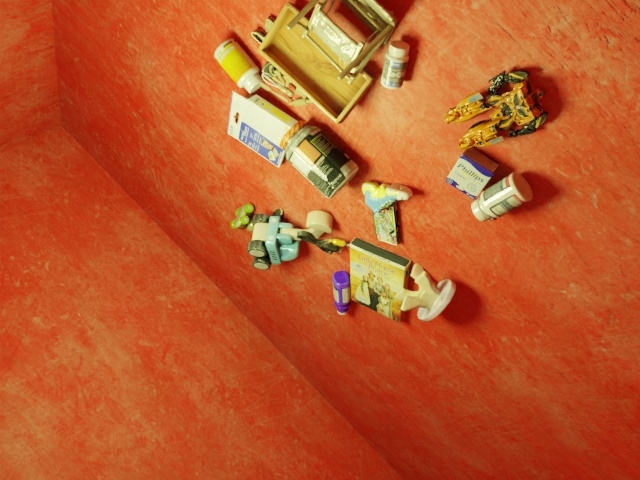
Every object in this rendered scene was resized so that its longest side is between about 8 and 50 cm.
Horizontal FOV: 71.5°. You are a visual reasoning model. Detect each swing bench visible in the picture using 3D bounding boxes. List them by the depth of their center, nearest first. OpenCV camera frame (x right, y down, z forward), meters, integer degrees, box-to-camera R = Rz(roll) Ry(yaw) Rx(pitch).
[{"bbox_3d":[0.079,-0.698,1.449,0.253,0.165,0.255,46,111,2],"label":"swing bench"}]

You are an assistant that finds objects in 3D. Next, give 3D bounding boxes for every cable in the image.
[{"bbox_3d":[0.000,0.000,2.205,0.287,0.072,0.139,22,158,-25],"label":"cable"}]

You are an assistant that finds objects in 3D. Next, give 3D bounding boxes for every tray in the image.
[{"bbox_3d":[-0.016,-0.645,1.632,0.411,0.076,0.203,43,118,2],"label":"tray"}]

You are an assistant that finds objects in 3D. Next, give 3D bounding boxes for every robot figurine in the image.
[{"bbox_3d":[0.541,-0.390,1.373,0.291,0.085,0.211,-16,114,51],"label":"robot figurine"}]

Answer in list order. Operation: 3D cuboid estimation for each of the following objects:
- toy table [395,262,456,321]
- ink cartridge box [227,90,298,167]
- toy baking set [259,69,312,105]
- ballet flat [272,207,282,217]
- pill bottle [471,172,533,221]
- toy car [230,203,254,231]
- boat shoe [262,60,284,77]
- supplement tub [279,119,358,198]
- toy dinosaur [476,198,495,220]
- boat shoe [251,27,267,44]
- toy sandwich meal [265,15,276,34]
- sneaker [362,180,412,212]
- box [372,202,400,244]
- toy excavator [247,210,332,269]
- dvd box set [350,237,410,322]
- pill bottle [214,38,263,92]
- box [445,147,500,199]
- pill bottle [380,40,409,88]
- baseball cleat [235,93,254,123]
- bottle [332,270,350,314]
[{"bbox_3d":[0.454,0.237,1.966,0.161,0.252,0.274,29,132,-4],"label":"toy table"},{"bbox_3d":[-0.270,-0.512,2.026,0.307,0.072,0.303,35,152,0],"label":"ink cartridge box"},{"bbox_3d":[-0.139,-0.620,1.816,0.197,0.030,0.256,39,166,-33],"label":"toy baking set"},{"bbox_3d":[-0.240,-0.124,2.470,0.057,0.049,0.173,66,147,24],"label":"ballet flat"},{"bbox_3d":[0.611,-0.141,1.512,0.108,0.108,0.180,49,137,-4],"label":"pill bottle"},{"bbox_3d":[-0.399,-0.109,2.597,0.188,0.149,0.155,29,157,-28],"label":"toy car"},{"bbox_3d":[-0.165,-0.700,1.792,0.228,0.069,0.081,2,126,44],"label":"boat shoe"},{"bbox_3d":[-0.010,-0.346,1.879,0.316,0.193,0.193,45,145,2],"label":"supplement tub"},{"bbox_3d":[0.612,-0.112,1.636,0.082,0.047,0.090,60,-178,-39],"label":"toy dinosaur"},{"bbox_3d":[-0.216,-0.790,1.778,0.137,0.043,0.049,45,143,-2],"label":"boat shoe"},{"bbox_3d":[-0.190,-0.824,1.729,0.085,0.029,0.085,27,140,25],"label":"toy sandwich meal"},{"bbox_3d":[0.276,-0.170,1.839,0.240,0.091,0.126,21,122,44],"label":"sneaker"},{"bbox_3d":[0.291,-0.081,1.971,0.114,0.036,0.207,16,135,35],"label":"box"},{"bbox_3d":[-0.154,-0.023,2.341,0.445,0.222,0.433,2,150,5],"label":"toy excavator"},{"bbox_3d":[0.290,0.205,2.232,0.307,0.062,0.420,24,139,27],"label":"dvd box set"},{"bbox_3d":[-0.341,-0.737,1.891,0.215,0.117,0.117,49,144,-5],"label":"pill bottle"},{"bbox_3d":[0.527,-0.236,1.551,0.126,0.072,0.137,36,143,13],"label":"box"},{"bbox_3d":[0.250,-0.585,1.481,0.078,0.078,0.137,30,142,20],"label":"pill bottle"},{"bbox_3d":[-0.331,-0.585,2.072,0.109,0.072,0.206,39,148,-2],"label":"baseball cleat"},{"bbox_3d":[0.119,0.297,2.450,0.118,0.092,0.283,-108,9,-48],"label":"bottle"}]
